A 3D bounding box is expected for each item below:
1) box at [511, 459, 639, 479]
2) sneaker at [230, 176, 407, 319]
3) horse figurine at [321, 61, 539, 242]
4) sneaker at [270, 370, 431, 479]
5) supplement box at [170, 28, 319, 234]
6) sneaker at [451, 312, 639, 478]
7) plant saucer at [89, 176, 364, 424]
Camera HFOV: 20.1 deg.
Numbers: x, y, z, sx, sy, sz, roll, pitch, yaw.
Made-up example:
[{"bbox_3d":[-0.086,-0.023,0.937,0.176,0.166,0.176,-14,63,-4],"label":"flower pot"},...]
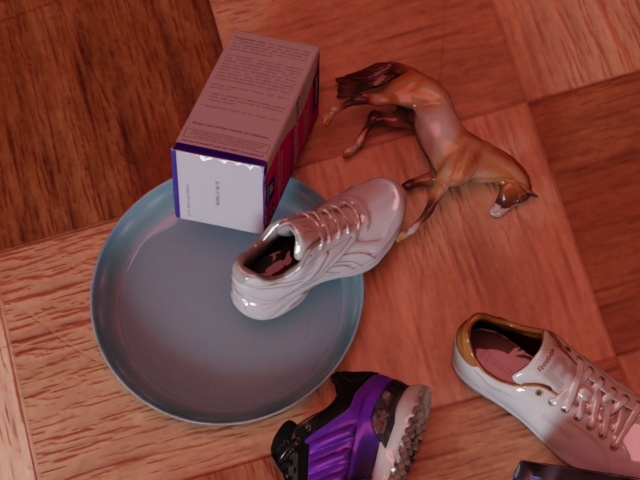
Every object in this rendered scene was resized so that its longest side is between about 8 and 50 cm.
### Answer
[{"bbox_3d":[0.304,0.402,1.883,0.242,0.076,0.308,10,69,2],"label":"box"},{"bbox_3d":[0.000,0.000,2.014,0.232,0.115,0.090,-36,70,-9],"label":"sneaker"},{"bbox_3d":[0.115,-0.118,2.123,0.174,0.066,0.263,-31,72,-1],"label":"horse figurine"},{"bbox_3d":[0.004,0.271,1.969,0.146,0.102,0.293,20,67,17],"label":"sneaker"},{"bbox_3d":[-0.083,-0.127,2.079,0.113,0.111,0.220,11,47,10],"label":"supplement box"},{"bbox_3d":[0.269,0.173,1.965,0.290,0.123,0.106,28,72,13],"label":"sneaker"},{"bbox_3d":[-0.106,0.064,2.084,0.317,0.044,0.318,-2,69,4],"label":"plant saucer"}]
